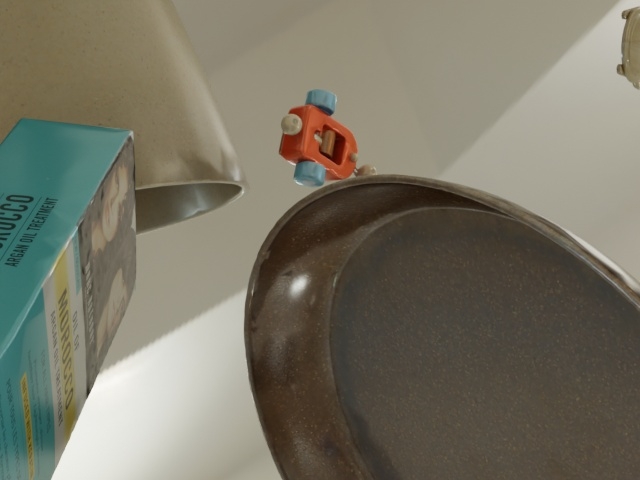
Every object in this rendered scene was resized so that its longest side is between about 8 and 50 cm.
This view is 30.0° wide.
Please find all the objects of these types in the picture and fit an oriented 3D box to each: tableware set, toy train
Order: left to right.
[{"bbox_3d":[0.000,0.000,0.730,0.046,0.125,0.166,-5,-107,39],"label":"toy train"},{"bbox_3d":[0.288,-0.218,1.049,0.020,0.141,0.169,7,-76,34],"label":"tableware set"}]

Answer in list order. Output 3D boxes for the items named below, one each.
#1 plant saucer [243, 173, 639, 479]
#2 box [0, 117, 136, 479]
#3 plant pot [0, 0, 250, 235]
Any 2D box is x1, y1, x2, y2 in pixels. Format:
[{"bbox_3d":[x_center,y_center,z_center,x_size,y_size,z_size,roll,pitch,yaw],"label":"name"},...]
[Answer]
[{"bbox_3d":[0.085,0.105,0.571,0.050,0.310,0.310,-29,-171,-37],"label":"plant saucer"},{"bbox_3d":[-0.137,0.042,0.519,0.244,0.060,0.100,-78,173,-59],"label":"box"},{"bbox_3d":[-0.199,-0.137,0.777,0.256,0.256,0.274,-18,-97,50],"label":"plant pot"}]
